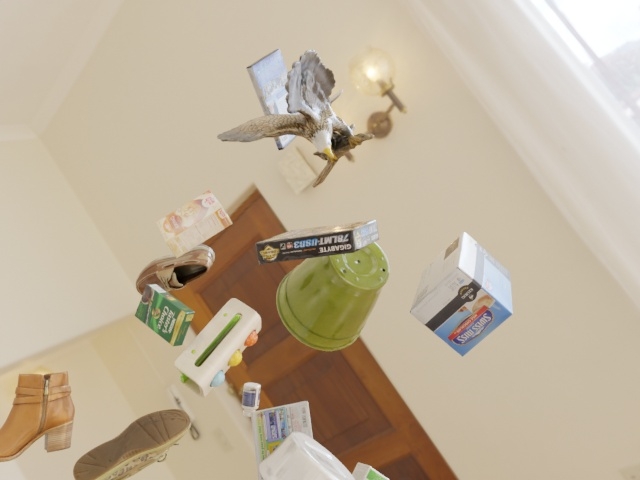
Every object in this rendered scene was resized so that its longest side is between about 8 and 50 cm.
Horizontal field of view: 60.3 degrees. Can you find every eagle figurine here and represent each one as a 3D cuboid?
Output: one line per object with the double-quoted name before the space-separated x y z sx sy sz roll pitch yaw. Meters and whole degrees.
"eagle figurine" -0.034 -0.248 1.134 0.298 0.225 0.226 22 -91 -40

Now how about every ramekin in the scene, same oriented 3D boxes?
"ramekin" -0.025 0.669 1.551 0.135 0.277 0.277 -51 -6 -5

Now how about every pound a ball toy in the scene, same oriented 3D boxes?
"pound a ball toy" -0.284 0.332 1.689 0.319 0.135 0.208 -49 -18 -31

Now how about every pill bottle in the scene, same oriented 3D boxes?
"pill bottle" -0.273 0.624 2.161 0.067 0.120 0.067 6 -3 0

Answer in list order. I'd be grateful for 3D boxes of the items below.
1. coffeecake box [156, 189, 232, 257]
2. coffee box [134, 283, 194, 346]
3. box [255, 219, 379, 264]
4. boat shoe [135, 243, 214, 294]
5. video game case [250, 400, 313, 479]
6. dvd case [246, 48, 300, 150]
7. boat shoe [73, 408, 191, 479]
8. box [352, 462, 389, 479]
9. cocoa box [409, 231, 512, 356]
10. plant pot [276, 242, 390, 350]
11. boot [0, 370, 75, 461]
"coffeecake box" -0.368 -0.051 1.599 0.185 0.068 0.142 -33 35 -10
"coffee box" -0.456 0.215 1.606 0.040 0.184 0.113 7 -70 -59
"box" 0.000 0.000 1.641 0.293 0.073 0.295 -8 5 19
"boat shoe" -0.541 0.122 2.022 0.324 0.123 0.116 -27 33 11
"video game case" -0.116 0.635 1.749 0.193 0.212 0.023 -4 -9 -26
"dvd case" -0.123 -0.418 1.629 0.022 0.253 0.180 -6 30 29
"boat shoe" -0.451 0.513 1.348 0.285 0.104 0.089 -22 -48 -25
"box" 0.179 0.898 2.054 0.087 0.101 0.102 -57 11 -24
"cocoa box" 0.479 0.170 1.846 0.231 0.228 0.347 -49 0 26
"plant pot" 0.071 0.160 2.006 0.366 0.366 0.353 -29 -17 -40
"boot" -0.820 0.476 1.503 0.283 0.220 0.109 1 -10 -35
